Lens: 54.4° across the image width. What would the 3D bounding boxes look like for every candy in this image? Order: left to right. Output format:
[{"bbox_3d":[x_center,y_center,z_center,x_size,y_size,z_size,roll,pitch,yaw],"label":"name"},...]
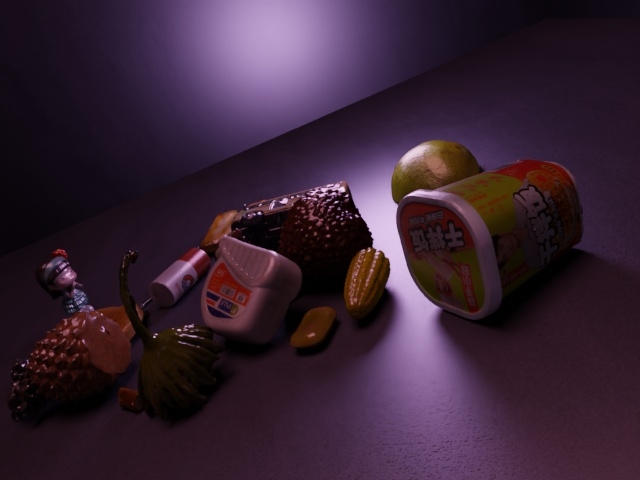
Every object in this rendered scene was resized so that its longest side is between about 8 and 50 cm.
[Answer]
[{"bbox_3d":[0.100,0.108,1.443,0.094,0.106,0.199,5,34,17],"label":"candy"}]

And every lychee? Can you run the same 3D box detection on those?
[{"bbox_3d":[0.000,0.000,1.632,0.271,0.271,0.271,-20,21,8],"label":"lychee"}]

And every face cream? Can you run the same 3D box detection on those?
[{"bbox_3d":[-0.446,0.115,1.990,0.095,0.096,0.214,-9,25,32],"label":"face cream"}]

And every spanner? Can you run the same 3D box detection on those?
[{"bbox_3d":[-0.530,0.165,2.068,0.054,0.015,0.254,-5,28,43],"label":"spanner"}]

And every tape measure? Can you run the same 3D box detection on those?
[{"bbox_3d":[-0.178,0.121,1.544,0.258,0.130,0.265,17,79,47],"label":"tape measure"}]

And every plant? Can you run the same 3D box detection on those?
[{"bbox_3d":[-0.379,0.227,1.361,0.180,0.333,0.251,-25,32,36],"label":"plant"}]

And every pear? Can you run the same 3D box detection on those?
[{"bbox_3d":[0.348,-0.206,1.903,0.288,0.139,0.239,-23,30,5],"label":"pear"}]

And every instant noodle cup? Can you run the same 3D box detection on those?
[{"bbox_3d":[0.364,-0.026,1.299,0.307,0.294,0.294,-25,20,-23],"label":"instant noodle cup"}]

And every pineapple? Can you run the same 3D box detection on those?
[{"bbox_3d":[-0.680,0.337,1.598,0.357,0.223,0.223,-30,19,14],"label":"pineapple"}]

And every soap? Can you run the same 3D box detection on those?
[{"bbox_3d":[-0.014,0.200,1.414,0.089,0.045,0.140,-9,25,27],"label":"soap"}]

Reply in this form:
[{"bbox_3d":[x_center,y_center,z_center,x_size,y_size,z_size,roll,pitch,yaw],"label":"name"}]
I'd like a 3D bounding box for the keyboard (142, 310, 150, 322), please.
[{"bbox_3d":[-0.623,0.264,1.929,0.195,0.018,0.060,-21,25,10],"label":"keyboard"}]

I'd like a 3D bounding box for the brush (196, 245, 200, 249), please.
[{"bbox_3d":[-0.500,0.083,2.211,0.062,0.027,0.266,-35,10,35],"label":"brush"}]

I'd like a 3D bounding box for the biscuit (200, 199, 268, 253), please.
[{"bbox_3d":[-0.304,-0.053,2.287,0.236,0.062,0.291,-18,22,12],"label":"biscuit"}]

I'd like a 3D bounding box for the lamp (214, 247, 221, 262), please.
[{"bbox_3d":[-0.252,0.049,1.981,0.163,0.091,0.091,-12,19,-13],"label":"lamp"}]

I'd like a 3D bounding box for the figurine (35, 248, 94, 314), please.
[{"bbox_3d":[-0.853,0.160,2.095,0.110,0.245,0.138,-21,22,8],"label":"figurine"}]

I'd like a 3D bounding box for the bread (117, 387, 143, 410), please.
[{"bbox_3d":[-0.440,0.370,1.455,0.083,0.047,0.036,-1,0,41],"label":"bread"}]

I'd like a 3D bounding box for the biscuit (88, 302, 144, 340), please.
[{"bbox_3d":[-0.689,0.304,1.838,0.343,0.057,0.287,-16,28,18],"label":"biscuit"}]

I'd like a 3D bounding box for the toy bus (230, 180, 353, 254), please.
[{"bbox_3d":[-0.072,-0.050,1.874,0.365,0.177,0.202,-13,22,10],"label":"toy bus"}]
